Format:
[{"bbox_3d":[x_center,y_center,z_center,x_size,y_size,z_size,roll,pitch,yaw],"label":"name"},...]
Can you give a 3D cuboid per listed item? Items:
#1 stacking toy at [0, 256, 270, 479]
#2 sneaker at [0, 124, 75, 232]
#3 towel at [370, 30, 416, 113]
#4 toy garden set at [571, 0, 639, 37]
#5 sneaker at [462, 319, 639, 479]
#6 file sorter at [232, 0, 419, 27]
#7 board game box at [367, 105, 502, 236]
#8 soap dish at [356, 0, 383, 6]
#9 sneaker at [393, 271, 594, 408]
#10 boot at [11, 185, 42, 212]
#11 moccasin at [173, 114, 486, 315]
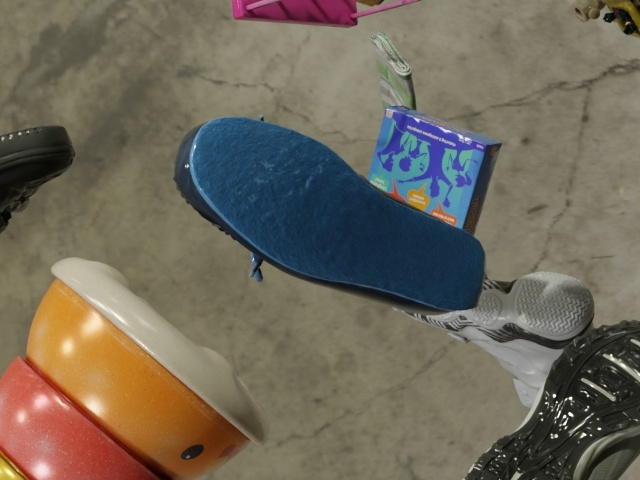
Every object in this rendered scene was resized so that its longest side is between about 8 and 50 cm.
[{"bbox_3d":[-0.327,0.292,1.394,0.350,0.350,0.480,35,79,25],"label":"stacking toy"},{"bbox_3d":[-0.168,0.022,0.468,0.170,0.051,0.089,-24,92,0],"label":"sneaker"},{"bbox_3d":[0.108,-0.213,1.614,0.023,0.152,0.113,-21,46,-8],"label":"towel"},{"bbox_3d":[0.275,-0.309,1.235,0.049,0.244,0.204,-39,111,-4],"label":"toy garden set"},{"bbox_3d":[0.219,0.173,0.957,0.271,0.108,0.100,-42,56,-14],"label":"sneaker"},{"bbox_3d":[0.012,-0.434,1.412,0.182,0.202,0.291,-3,92,49],"label":"file sorter"},{"bbox_3d":[0.135,-0.055,1.484,0.160,0.047,0.210,24,111,31],"label":"board game box"},{"bbox_3d":[0.106,-0.492,1.682,0.118,0.291,0.229,39,118,-21],"label":"soap dish"},{"bbox_3d":[0.273,0.145,1.734,0.366,0.137,0.210,8,136,43],"label":"sneaker"},{"bbox_3d":[-0.516,-0.102,1.864,0.083,0.161,0.246,53,131,0],"label":"boot"},{"bbox_3d":[0.000,0.000,1.038,0.117,0.342,0.138,-5,60,55],"label":"moccasin"}]
